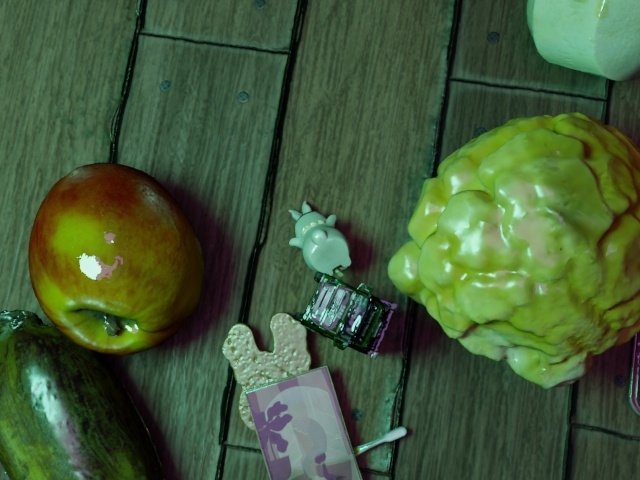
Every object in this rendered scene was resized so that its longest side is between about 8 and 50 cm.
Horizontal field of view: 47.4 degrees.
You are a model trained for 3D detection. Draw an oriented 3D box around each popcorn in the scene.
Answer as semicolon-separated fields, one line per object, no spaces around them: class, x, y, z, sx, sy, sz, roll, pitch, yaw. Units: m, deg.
popcorn;0.309;-0.002;1.006;0.390;0.354;0.344;-38;74;-6

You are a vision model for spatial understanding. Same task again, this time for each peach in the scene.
peach;-0.293;0.022;1.076;0.238;0.281;0.281;-41;81;35

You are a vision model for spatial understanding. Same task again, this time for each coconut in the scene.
coconut;0.444;-0.356;1.101;0.241;0.241;0.242;0;82;2

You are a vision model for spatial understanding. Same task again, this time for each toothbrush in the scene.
toothbrush;0.012;0.344;1.126;0.262;0.026;0.022;-23;76;-2

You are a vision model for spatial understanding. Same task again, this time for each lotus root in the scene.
lotus root;-0.372;0.281;1.068;0.195;0.179;0.398;-29;82;-4

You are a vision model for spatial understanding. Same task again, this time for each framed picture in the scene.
framed picture;-0.024;0.306;1.110;0.135;0.010;0.201;-17;85;2

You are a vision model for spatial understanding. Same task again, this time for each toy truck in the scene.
toy truck;0.036;0.108;1.039;0.121;0.259;0.088;24;84;5

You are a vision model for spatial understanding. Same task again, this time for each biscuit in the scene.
biscuit;-0.062;0.233;1.138;0.143;0.040;0.237;-16;87;7

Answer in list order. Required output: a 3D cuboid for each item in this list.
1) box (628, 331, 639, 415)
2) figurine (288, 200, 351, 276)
box;0.586;0.141;1.068;0.193;0.167;0.294;9;83;1
figurine;-0.008;0.006;1.144;0.081;0.146;0.098;-13;114;-13
